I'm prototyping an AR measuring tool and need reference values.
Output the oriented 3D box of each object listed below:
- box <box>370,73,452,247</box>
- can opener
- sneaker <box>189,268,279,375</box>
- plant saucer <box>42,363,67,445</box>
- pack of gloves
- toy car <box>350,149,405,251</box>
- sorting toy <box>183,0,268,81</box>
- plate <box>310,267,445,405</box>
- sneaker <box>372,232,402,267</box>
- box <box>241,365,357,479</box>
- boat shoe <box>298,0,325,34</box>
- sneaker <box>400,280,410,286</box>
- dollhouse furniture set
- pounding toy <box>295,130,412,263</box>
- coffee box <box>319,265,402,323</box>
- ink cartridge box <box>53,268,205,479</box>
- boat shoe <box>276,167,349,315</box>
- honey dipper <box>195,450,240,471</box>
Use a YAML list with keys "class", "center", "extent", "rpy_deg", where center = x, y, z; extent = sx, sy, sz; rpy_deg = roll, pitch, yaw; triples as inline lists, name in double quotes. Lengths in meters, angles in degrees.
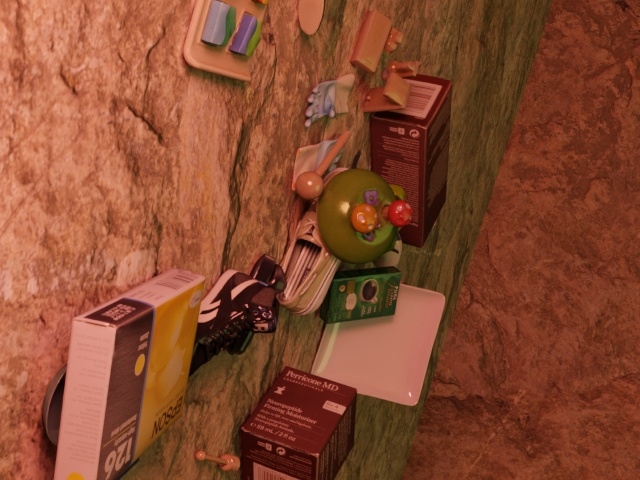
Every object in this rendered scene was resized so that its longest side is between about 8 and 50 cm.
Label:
- class: "box"
  center: [0.216, -0.188, 2.159]
  extent: [0.381, 0.143, 0.191]
  rpy_deg: [84, 28, -44]
- class: "can opener"
  center: [-0.117, 0.117, 1.600]
  extent: [0.186, 0.073, 0.059]
  rpy_deg: [-66, -161, -15]
- class: "sneaker"
  center: [-0.137, 0.136, 1.429]
  extent: [0.079, 0.121, 0.217]
  rpy_deg: [84, 28, -46]
- class: "plant saucer"
  center: [-0.312, 0.196, 1.136]
  extent: [0.119, 0.021, 0.119]
  rpy_deg: [15, 90, -71]
- class: "pack of gloves"
  center: [0.023, -0.208, 1.734]
  extent: [0.232, 0.046, 0.195]
  rpy_deg: [-35, 136, -62]
- class: "toy car"
  center: [0.091, -0.093, 1.884]
  extent: [0.188, 0.149, 0.155]
  rpy_deg: [71, 27, -47]
- class: "sorting toy"
  center: [-0.113, -0.331, 1.259]
  extent: [0.193, 0.038, 0.208]
  rpy_deg: [-8, 112, -70]
- class: "plate"
  center: [0.131, 0.225, 2.126]
  extent: [0.045, 0.278, 0.277]
  rpy_deg: [-169, -86, -73]
- class: "sneaker"
  center: [0.124, 0.003, 2.113]
  extent: [0.153, 0.094, 0.235]
  rpy_deg: [-52, 151, -46]
- class: "box"
  center: [-0.041, 0.396, 1.835]
  extent: [0.203, 0.168, 0.167]
  rpy_deg: [-52, 150, -49]
- class: "boat shoe"
  center: [-0.007, -0.404, 1.484]
  extent: [0.042, 0.049, 0.133]
  rpy_deg: [-28, 127, -54]
- class: "sneaker"
  center: [0.108, 0.225, 2.227]
  extent: [0.321, 0.127, 0.126]
  rpy_deg: [-45, 151, -9]
- class: "dollhouse furniture set"
  center: [0.103, -0.364, 1.865]
  extent: [0.151, 0.123, 0.144]
  rpy_deg: [28, 75, -35]
- class: "pounding toy"
  center: [0.082, -0.066, 1.680]
  extent: [0.183, 0.110, 0.237]
  rpy_deg: [-46, 114, -24]
- class: "coffee box"
  center: [0.090, 0.120, 2.028]
  extent: [0.184, 0.040, 0.113]
  rpy_deg: [-6, 114, -28]
- class: "ink cartridge box"
  center: [-0.250, 0.214, 1.198]
  extent: [0.303, 0.072, 0.307]
  rpy_deg: [-40, 140, -75]
- class: "boat shoe"
  center: [0.000, 0.000, 1.742]
  extent: [0.094, 0.109, 0.302]
  rpy_deg: [29, 79, -66]
- class: "honey dipper"
  center: [-0.188, 0.398, 1.641]
  extent: [0.030, 0.030, 0.160]
  rpy_deg: [-71, 158, -11]
